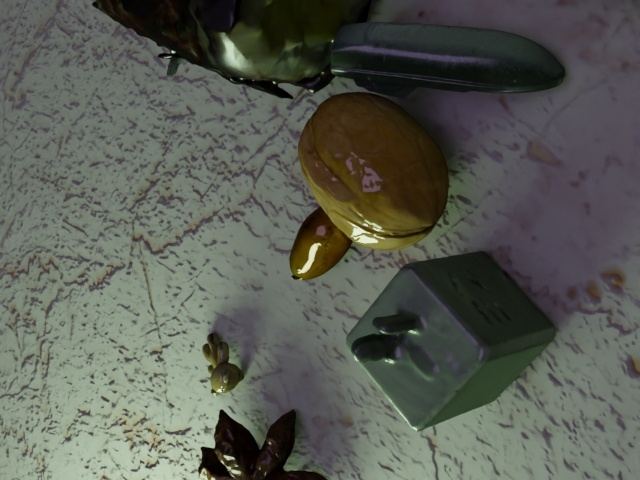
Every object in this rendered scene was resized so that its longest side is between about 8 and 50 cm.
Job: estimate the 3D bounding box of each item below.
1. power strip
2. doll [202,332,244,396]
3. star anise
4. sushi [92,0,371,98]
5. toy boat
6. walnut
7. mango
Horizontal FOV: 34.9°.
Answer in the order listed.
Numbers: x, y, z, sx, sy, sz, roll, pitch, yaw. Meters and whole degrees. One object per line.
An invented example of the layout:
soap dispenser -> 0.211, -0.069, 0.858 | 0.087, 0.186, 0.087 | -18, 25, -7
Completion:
power strip -> 0.127, 0.109, 1.109 | 0.140, 0.224, 0.139 | 51, 122, 23
doll -> -0.147, 0.174, 1.444 | 0.093, 0.051, 0.061 | 46, 126, 27
star anise -> -0.088, 0.326, 1.386 | 0.212, 0.111, 0.196 | 1, 88, 45
sushi -> -0.099, -0.331, 1.209 | 0.294, 0.299, 0.281 | 23, 86, 32
toy boat -> 0.141, -0.195, 1.138 | 0.261, 0.078, 0.085 | 7, 138, 16
walnut -> 0.061, -0.084, 1.191 | 0.206, 0.159, 0.159 | 49, 121, 26
mango -> 0.000, 0.000, 1.294 | 0.063, 0.077, 0.127 | 52, 129, 25
